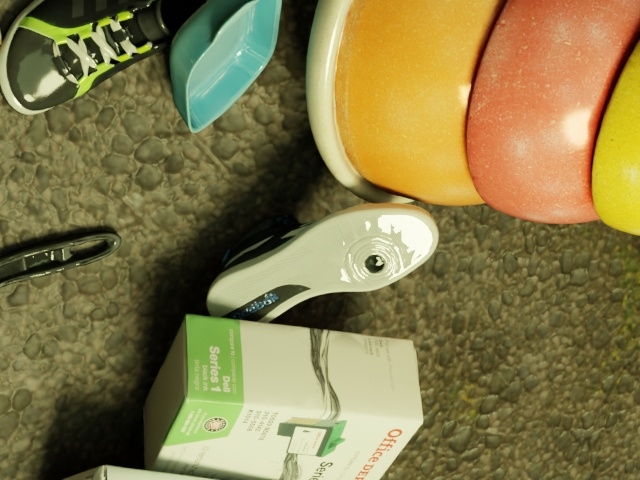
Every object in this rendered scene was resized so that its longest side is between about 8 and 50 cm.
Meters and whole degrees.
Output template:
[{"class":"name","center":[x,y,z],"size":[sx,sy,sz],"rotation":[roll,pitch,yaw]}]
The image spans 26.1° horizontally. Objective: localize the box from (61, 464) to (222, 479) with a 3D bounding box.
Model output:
[{"class":"box","center":[-0.119,0.345,1.203],"size":[0.231,0.126,0.262],"rotation":[13,66,-32]}]

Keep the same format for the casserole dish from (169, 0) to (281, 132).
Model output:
[{"class":"casserole dish","center":[-0.084,-0.159,1.159],"size":[0.037,0.188,0.114],"rotation":[41,75,7]}]

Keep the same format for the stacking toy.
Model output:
[{"class":"stacking toy","center":[0.256,-0.110,1.115],"size":[0.350,0.480,0.351],"rotation":[-33,138,-35]}]

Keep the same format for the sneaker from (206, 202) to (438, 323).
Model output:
[{"class":"sneaker","center":[0.000,0.000,1.248],"size":[0.216,0.121,0.079],"rotation":[-20,112,11]}]

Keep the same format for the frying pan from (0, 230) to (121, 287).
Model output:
[{"class":"frying pan","center":[-0.334,0.069,1.153],"size":[0.326,0.053,0.197],"rotation":[10,102,-27]}]

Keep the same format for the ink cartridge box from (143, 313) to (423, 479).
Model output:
[{"class":"ink cartridge box","center":[-0.036,0.155,1.248],"size":[0.219,0.093,0.160],"rotation":[8,141,-17]}]

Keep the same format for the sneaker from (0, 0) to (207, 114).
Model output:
[{"class":"sneaker","center":[-0.162,-0.185,1.130],"size":[0.234,0.097,0.084],"rotation":[-39,120,-12]}]
